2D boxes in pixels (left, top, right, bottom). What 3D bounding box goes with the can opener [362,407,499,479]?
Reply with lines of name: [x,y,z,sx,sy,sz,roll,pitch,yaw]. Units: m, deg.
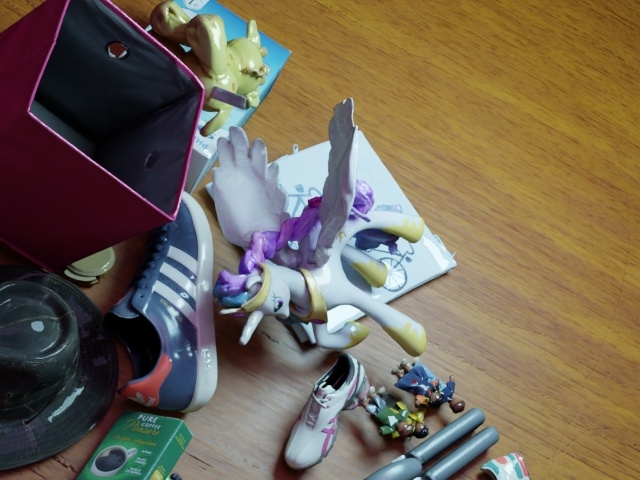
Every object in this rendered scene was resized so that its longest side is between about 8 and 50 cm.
can opener: [0.168,0.337,1.484,0.280,0.093,0.074,-23,72,-38]

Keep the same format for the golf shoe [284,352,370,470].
golf shoe: [-0.001,0.247,1.446,0.067,0.086,0.186,17,60,35]

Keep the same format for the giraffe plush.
giraffe plush: [-0.157,-0.273,1.525,0.210,0.181,0.170,37,32,12]

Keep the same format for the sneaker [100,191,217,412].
sneaker: [-0.242,0.074,1.429,0.148,0.131,0.350,8,58,-30]

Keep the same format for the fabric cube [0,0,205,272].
fabric cube: [-0.353,-0.150,1.374,0.254,0.258,0.259,38,45,-36]

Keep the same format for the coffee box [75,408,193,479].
coffee box: [-0.259,0.311,1.300,0.184,0.113,0.040,-59,137,-38]

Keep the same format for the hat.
hat: [-0.423,0.145,1.313,0.331,0.134,0.331,11,58,-18]

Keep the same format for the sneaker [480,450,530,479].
sneaker: [0.296,0.410,1.519,0.075,0.057,0.161,-12,66,-11]

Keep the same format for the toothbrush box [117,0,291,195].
toothbrush box: [-0.219,-0.255,1.648,0.216,0.126,0.295,33,53,-3]

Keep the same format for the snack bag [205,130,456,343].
snack bag: [0.024,-0.023,1.669,0.342,0.037,0.323,-25,74,-33]

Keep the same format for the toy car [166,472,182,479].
toy car: [-0.154,0.399,1.324,0.225,0.053,0.239,42,53,6]

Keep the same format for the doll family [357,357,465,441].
doll family: [0.149,0.251,1.530,0.111,0.076,0.193,36,56,25]

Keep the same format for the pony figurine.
pony figurine: [0.000,0.000,1.462,0.363,0.303,0.351,15,70,-42]

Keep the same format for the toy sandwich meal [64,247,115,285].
toy sandwich meal: [-0.348,0.031,1.481,0.085,0.029,0.085,10,48,-11]
